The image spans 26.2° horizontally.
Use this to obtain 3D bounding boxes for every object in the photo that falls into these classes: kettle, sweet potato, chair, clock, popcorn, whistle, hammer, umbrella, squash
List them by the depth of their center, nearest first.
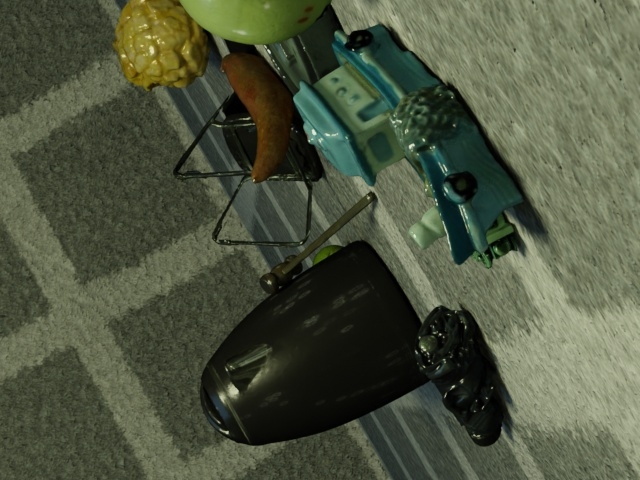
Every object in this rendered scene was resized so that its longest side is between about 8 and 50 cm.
[{"bbox_3d":[-0.025,-0.228,0.984,0.141,0.141,0.294,60,156,0],"label":"whistle"},{"bbox_3d":[-0.028,-0.210,1.313,0.215,0.042,0.215,59,174,11],"label":"clock"},{"bbox_3d":[0.157,0.159,1.444,0.071,0.080,0.224,15,153,28],"label":"umbrella"},{"bbox_3d":[0.000,0.000,1.641,0.029,0.058,0.292,50,150,0],"label":"hammer"},{"bbox_3d":[-0.074,-0.168,1.696,0.058,0.078,0.255,59,-171,-45],"label":"sweet potato"},{"bbox_3d":[-0.070,-0.120,1.780,0.140,0.145,0.221,64,-143,-43],"label":"chair"},{"bbox_3d":[-0.014,0.173,1.805,0.207,0.290,0.268,55,173,29],"label":"kettle"},{"bbox_3d":[0.028,0.051,1.962,0.066,0.066,0.201,58,180,15],"label":"squash"},{"bbox_3d":[-0.244,-0.313,2.131,0.170,0.180,0.180,30,166,12],"label":"popcorn"}]

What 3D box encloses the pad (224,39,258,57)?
[{"bbox_3d":[-0.109,-0.268,1.837,0.159,0.009,0.265,50,168,47],"label":"pad"}]

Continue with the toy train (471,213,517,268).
[{"bbox_3d":[0.123,-0.011,1.067,0.053,0.033,0.083,66,172,-15],"label":"toy train"}]

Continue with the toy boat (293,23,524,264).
[{"bbox_3d":[0.060,-0.066,1.028,0.238,0.098,0.109,54,174,43],"label":"toy boat"}]
